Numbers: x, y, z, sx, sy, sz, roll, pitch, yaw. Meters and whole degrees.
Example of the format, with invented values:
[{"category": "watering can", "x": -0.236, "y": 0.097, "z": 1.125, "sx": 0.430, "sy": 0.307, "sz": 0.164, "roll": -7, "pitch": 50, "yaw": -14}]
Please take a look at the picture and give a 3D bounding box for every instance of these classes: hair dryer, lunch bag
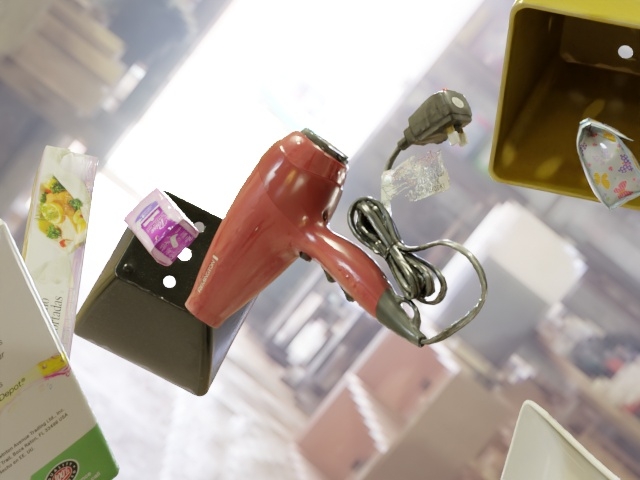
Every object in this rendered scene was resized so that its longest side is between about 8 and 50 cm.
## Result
[{"category": "hair dryer", "x": 0.000, "y": 0.000, "z": 1.524, "sx": 0.080, "sy": 0.293, "sz": 0.224, "roll": 34, "pitch": 46, "yaw": -41}, {"category": "lunch bag", "x": 0.262, "y": -0.074, "z": 1.661, "sx": 0.083, "sy": 0.053, "sz": 0.071, "roll": 61, "pitch": 8, "yaw": 0}]

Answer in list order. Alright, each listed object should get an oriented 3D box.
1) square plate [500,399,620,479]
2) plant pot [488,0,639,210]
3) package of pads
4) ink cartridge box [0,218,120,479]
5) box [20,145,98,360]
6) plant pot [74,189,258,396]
[{"category": "square plate", "x": 0.239, "y": 0.367, "z": 1.655, "sx": 0.049, "sy": 0.347, "sz": 0.344, "roll": 6, "pitch": 16, "yaw": -24}, {"category": "plant pot", "x": 0.297, "y": -0.176, "z": 1.810, "sx": 0.212, "sy": 0.212, "sz": 0.187, "roll": 12, "pitch": 41, "yaw": 9}, {"category": "package of pads", "x": -0.160, "y": -0.014, "z": 1.825, "sx": 0.032, "sy": 0.050, "sz": 0.083, "roll": 42, "pitch": 2, "yaw": -38}, {"category": "ink cartridge box", "x": -0.295, "y": 0.117, "z": 1.354, "sx": 0.117, "sy": 0.201, "sz": 0.278, "roll": 34, "pitch": -28, "yaw": 43}, {"category": "box", "x": -0.287, "y": 0.038, "z": 1.937, "sx": 0.063, "sy": 0.067, "sz": 0.324, "roll": 13, "pitch": 48, "yaw": -12}, {"category": "plant pot", "x": -0.174, "y": 0.047, "z": 2.200, "sx": 0.187, "sy": 0.188, "sz": 0.167, "roll": 27, "pitch": -24, "yaw": 1}]
